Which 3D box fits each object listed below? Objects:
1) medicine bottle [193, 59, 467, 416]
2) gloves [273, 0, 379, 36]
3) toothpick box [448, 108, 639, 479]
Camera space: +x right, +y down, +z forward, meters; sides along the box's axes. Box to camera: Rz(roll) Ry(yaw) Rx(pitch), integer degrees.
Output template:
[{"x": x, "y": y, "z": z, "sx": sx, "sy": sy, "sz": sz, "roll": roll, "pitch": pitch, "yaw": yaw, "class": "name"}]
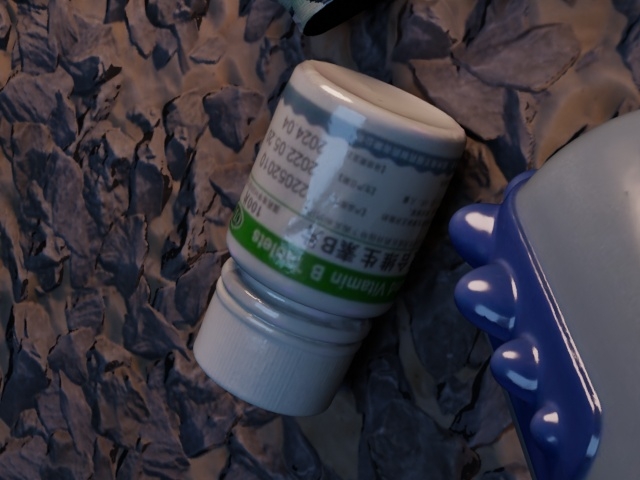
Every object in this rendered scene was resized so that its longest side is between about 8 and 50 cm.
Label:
[{"x": 0.000, "y": 0.000, "z": 0.878, "sx": 0.139, "sy": 0.139, "sz": 0.237, "roll": 34, "pitch": 108, "yaw": 31, "class": "medicine bottle"}, {"x": -0.019, "y": -0.269, "z": 0.916, "sx": 0.127, "sy": 0.111, "sz": 0.212, "roll": -34, "pitch": 78, "yaw": 36, "class": "gloves"}, {"x": 0.201, "y": 0.071, "z": 0.614, "sx": 0.263, "sy": 0.263, "sz": 0.355, "roll": -51, "pitch": 26, "yaw": 25, "class": "toothpick box"}]
